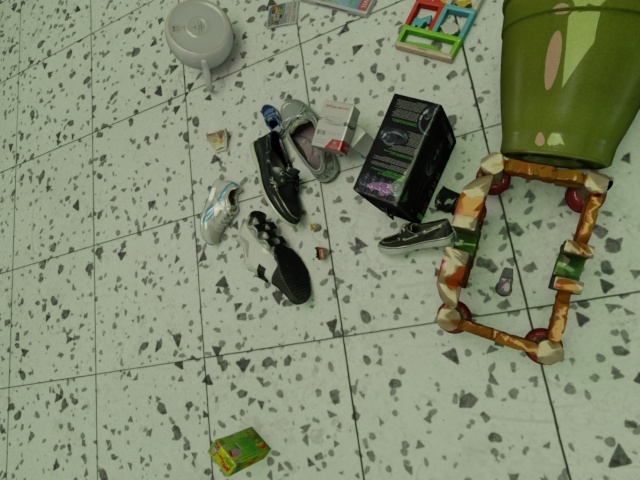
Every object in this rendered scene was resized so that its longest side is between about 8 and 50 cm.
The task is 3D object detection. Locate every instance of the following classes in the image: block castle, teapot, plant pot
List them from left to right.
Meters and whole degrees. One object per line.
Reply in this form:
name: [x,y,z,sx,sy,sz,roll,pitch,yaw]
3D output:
teapot: [-0.430,-0.715,1.625,0.253,0.187,0.256,35,78,-1]
block castle: [0.462,0.040,1.062,0.303,0.213,0.452,16,89,22]
plant pot: [0.573,-0.353,1.033,0.367,0.366,0.352,13,98,26]

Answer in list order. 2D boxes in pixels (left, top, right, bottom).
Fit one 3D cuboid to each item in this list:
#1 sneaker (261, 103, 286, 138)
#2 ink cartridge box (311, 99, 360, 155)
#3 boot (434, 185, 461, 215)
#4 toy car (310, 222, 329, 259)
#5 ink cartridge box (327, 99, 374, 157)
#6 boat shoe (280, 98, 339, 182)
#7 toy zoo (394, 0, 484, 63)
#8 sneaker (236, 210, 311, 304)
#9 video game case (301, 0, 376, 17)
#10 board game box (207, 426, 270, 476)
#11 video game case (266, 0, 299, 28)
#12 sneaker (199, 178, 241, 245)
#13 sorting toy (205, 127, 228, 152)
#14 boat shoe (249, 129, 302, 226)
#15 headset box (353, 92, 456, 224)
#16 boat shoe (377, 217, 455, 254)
sneaker: [-0.162,-0.409,1.508,0.053,0.059,0.144,-38,66,16]
ink cartridge box: [0.044,-0.321,1.283,0.099,0.056,0.135,19,92,28]
boot: [0.374,-0.124,1.222,0.099,0.045,0.121,24,91,29]
toy car: [0.000,0.000,1.362,0.041,0.060,0.121,-8,82,-10]
ink cartridge box: [0.078,-0.339,1.361,0.060,0.104,0.180,-49,65,12]
boat shoe: [-0.045,-0.327,1.415,0.118,0.103,0.320,-29,70,17]
toy zoo: [0.370,-0.685,1.334,0.192,0.030,0.293,27,92,26]
sneaker: [-0.152,0.077,1.394,0.146,0.123,0.330,-46,65,30]
video game case: [0.083,-0.871,1.503,0.285,0.025,0.204,28,92,26]
board game box: [-0.228,0.597,1.280,0.092,0.181,0.043,39,97,25]
video game case: [-0.134,-0.802,1.596,0.122,0.011,0.087,2,82,25]
sneaker: [-0.336,-0.093,1.513,0.092,0.087,0.228,13,88,24]
sorting toy: [-0.359,-0.353,1.599,0.083,0.045,0.075,-8,84,22]
boat shoe: [-0.118,-0.206,1.414,0.113,0.127,0.339,-36,58,27]
headset box: [0.226,-0.193,1.187,0.131,0.246,0.282,24,90,27]
boat shoe: [0.250,-0.017,1.216,0.220,0.077,0.070,-12,115,32]
